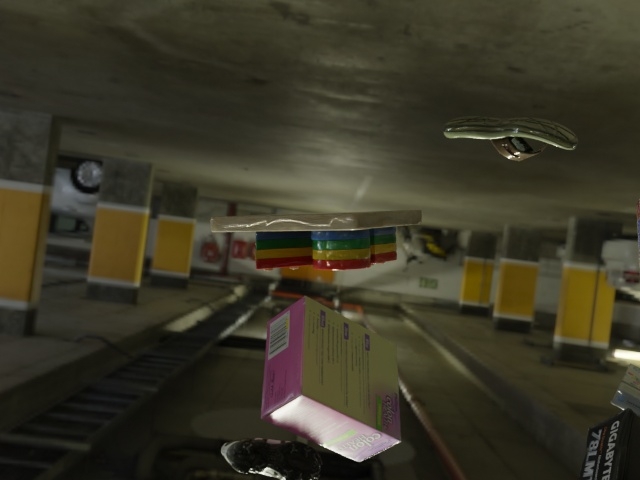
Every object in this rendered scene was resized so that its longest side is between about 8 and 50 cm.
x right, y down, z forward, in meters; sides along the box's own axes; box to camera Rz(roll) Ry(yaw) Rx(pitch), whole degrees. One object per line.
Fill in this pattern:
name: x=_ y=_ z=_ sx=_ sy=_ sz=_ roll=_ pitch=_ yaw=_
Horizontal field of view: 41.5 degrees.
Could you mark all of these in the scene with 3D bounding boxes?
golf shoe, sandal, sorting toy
golf shoe: x=-0.088 y=0.392 z=1.535 sx=0.198 sy=0.077 sz=0.094 roll=24 pitch=165 yaw=-31
sandal: x=0.421 y=-0.224 z=1.874 sx=0.303 sy=0.086 sz=0.120 roll=8 pitch=-160 yaw=31
sorting toy: x=0.000 y=0.000 z=1.361 sx=0.257 sy=0.089 sz=0.255 roll=0 pitch=-177 yaw=28

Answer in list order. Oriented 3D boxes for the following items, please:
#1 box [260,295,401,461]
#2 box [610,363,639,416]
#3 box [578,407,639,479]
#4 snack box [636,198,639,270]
box: x=0.022 y=0.259 z=1.572 sx=0.243 sy=0.213 sz=0.117 roll=30 pitch=131 yaw=-29
box: x=0.665 y=0.317 z=1.678 sx=0.145 sy=0.038 sz=0.186 roll=29 pitch=-162 yaw=21
box: x=0.357 y=0.357 z=0.782 sx=0.295 sy=0.293 sz=0.073 roll=36 pitch=140 yaw=-7
snack box: x=0.609 y=-0.001 z=1.524 sx=0.064 sy=0.178 sz=0.022 roll=9 pitch=142 yaw=6
